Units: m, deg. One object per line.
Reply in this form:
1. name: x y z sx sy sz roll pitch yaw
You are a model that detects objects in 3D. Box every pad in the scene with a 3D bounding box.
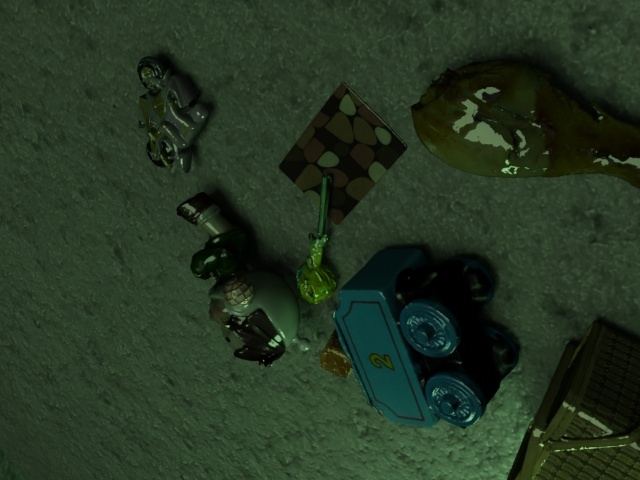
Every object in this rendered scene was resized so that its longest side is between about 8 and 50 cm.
1. pad: 0.034 -0.145 1.397 0.158 0.003 0.235 45 132 3

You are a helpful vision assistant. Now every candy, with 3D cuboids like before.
1. candy: -0.003 -0.001 1.474 0.077 0.073 0.262 41 134 46

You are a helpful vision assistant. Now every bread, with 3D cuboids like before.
1. bread: 0.045 0.213 1.555 0.070 0.083 0.076 25 132 8

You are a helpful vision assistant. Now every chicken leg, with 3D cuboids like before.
1. chicken leg: 0.330 -0.142 1.121 0.429 0.152 0.201 18 139 16

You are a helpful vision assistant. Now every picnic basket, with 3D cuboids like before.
1. picnic basket: 0.419 0.305 1.262 0.175 0.228 0.313 27 130 15

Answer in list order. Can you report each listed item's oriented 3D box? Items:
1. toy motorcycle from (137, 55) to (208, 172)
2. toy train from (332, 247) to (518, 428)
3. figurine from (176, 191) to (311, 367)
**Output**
1. toy motorcycle: -0.275 -0.231 1.509 0.152 0.073 0.225 16 124 23
2. toy train: 0.178 0.175 1.382 0.265 0.188 0.300 -3 118 41
3. figurine: -0.161 0.081 1.570 0.370 0.167 0.281 59 166 3
